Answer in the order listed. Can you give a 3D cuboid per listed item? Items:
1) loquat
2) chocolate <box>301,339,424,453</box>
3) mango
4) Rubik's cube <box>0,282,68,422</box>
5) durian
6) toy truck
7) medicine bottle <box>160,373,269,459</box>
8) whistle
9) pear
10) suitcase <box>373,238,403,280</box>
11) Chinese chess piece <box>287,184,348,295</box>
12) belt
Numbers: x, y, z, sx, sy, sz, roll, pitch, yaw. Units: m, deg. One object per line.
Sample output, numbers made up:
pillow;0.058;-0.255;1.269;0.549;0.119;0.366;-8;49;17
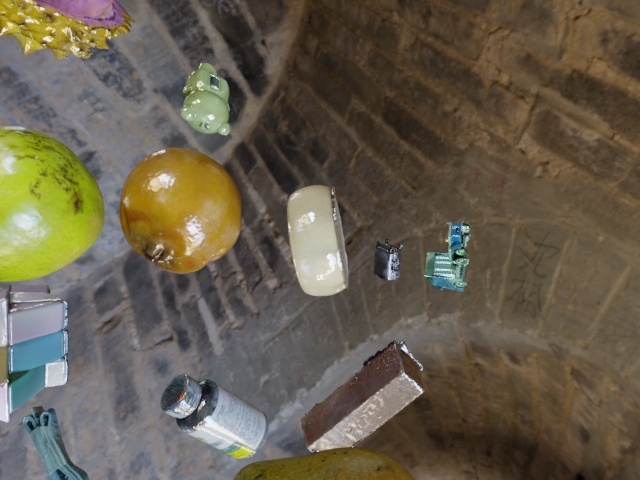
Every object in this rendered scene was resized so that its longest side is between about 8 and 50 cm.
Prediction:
loquat;-0.362;-0.078;1.261;0.328;0.329;0.328;58;-2;4
chocolate;0.100;0.376;1.109;0.112;0.321;0.112;46;10;-13
mango;0.013;0.442;0.815;0.176;0.330;0.175;128;-30;-78
Rubik's cube;-0.925;0.284;1.370;0.358;0.369;0.386;21;-71;59
durian;-0.422;-0.331;0.629;0.342;0.112;0.191;23;40;-35
toy truck;0.232;0.029;0.890;0.175;0.082;0.067;66;32;-54
medicine bottle;-0.278;0.461;1.273;0.293;0.141;0.141;46;4;-33
whistle;-0.302;-0.378;1.273;0.131;0.106;0.288;18;43;-30
pear;-0.709;-0.075;1.146;0.390;0.391;0.391;58;-2;4
suitcase;0.221;0.067;1.586;0.086;0.059;0.126;25;-61;51
Chinese chess piece;0.000;0.000;1.170;0.270;0.112;0.269;-9;90;-83
belt;-0.780;0.627;1.430;0.302;0.087;0.072;58;-4;9
